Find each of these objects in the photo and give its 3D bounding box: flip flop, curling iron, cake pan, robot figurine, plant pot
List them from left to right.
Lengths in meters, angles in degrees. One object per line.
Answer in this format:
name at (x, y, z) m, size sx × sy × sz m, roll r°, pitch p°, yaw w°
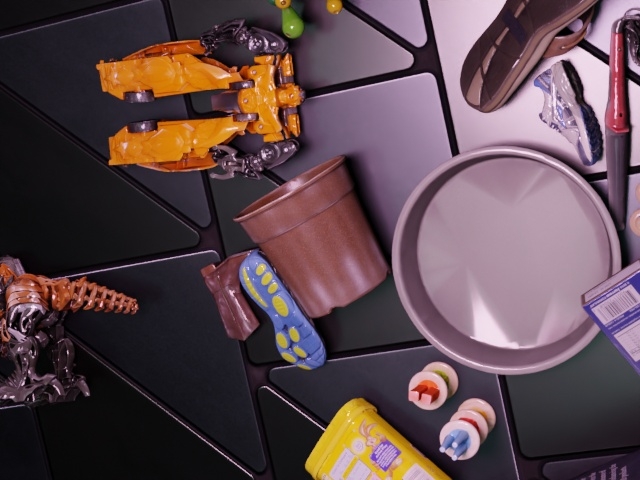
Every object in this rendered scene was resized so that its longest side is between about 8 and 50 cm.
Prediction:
robot figurine at (-0.151, -0.183, 1.912) m, size 0.291 × 0.085 × 0.211 m, roll -3°, pitch 99°, yaw 20°
plant pot at (0.000, 0.000, 1.860) m, size 0.167 × 0.167 × 0.165 m, roll -28°, pitch 98°, yaw 21°
cake pan at (0.238, 0.023, 1.828) m, size 0.293 × 0.054 × 0.293 m, roll 3°, pitch 100°, yaw 19°
flip flop at (0.276, -0.260, 1.750) m, size 0.277 × 0.080 × 0.112 m, roll -53°, pitch 42°, yaw 32°
curling iron at (0.376, -0.146, 1.759) m, size 0.068 × 0.035 × 0.274 m, roll 9°, pitch 102°, yaw 18°

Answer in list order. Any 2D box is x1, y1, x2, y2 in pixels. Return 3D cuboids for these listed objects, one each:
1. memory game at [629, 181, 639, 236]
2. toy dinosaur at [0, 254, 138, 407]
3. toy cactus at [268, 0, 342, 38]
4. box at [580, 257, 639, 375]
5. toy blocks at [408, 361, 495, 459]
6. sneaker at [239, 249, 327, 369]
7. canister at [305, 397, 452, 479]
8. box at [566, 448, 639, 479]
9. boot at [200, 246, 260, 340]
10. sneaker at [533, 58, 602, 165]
memory game at (0.473, -0.030, 1.758) m, size 0.186 × 0.012 × 0.186 m, roll 3°, pitch 100°, yaw 19°
toy dinosaur at (-0.416, 0.122, 2.033) m, size 0.322 × 0.164 × 0.218 m, roll -16°, pitch 77°, yaw 42°
toy cactus at (-0.041, -0.373, 1.845) m, size 0.180 × 0.112 × 0.219 m, roll 12°, pitch 107°, yaw 36°
box at (0.438, 0.117, 1.756) m, size 0.136 × 0.036 × 0.225 m, roll -35°, pitch 108°, yaw 20°
toy blocks at (0.159, 0.222, 1.840) m, size 0.123 × 0.148 × 0.054 m, roll 44°, pitch 110°, yaw 7°
sneaker at (-0.040, 0.090, 1.929) m, size 0.067 × 0.078 × 0.188 m, roll -21°, pitch 108°, yaw 29°
canister at (0.078, 0.310, 1.901) m, size 0.170 × 0.073 × 0.126 m, roll 40°, pitch 108°, yaw 26°
box at (0.412, 0.515, 1.696) m, size 0.471 × 0.297 × 0.480 m, roll -26°, pitch 91°, yaw 14°
boot at (-0.104, 0.075, 1.965) m, size 0.106 × 0.037 × 0.114 m, roll -25°, pitch 88°, yaw 35°
sneaker at (0.305, -0.152, 1.781) m, size 0.058 × 0.052 × 0.135 m, roll -23°, pitch 84°, yaw 31°
